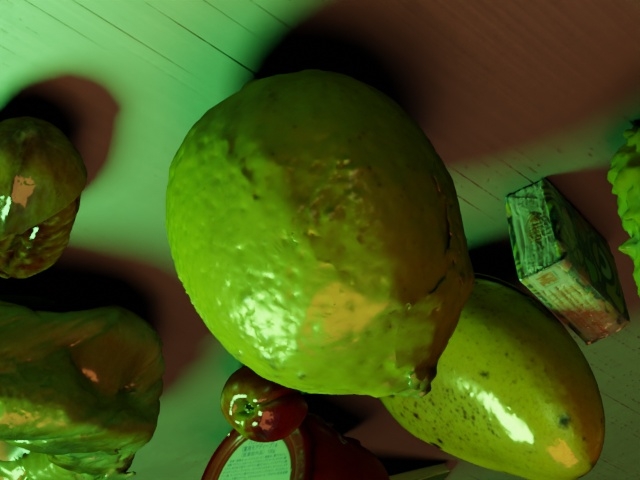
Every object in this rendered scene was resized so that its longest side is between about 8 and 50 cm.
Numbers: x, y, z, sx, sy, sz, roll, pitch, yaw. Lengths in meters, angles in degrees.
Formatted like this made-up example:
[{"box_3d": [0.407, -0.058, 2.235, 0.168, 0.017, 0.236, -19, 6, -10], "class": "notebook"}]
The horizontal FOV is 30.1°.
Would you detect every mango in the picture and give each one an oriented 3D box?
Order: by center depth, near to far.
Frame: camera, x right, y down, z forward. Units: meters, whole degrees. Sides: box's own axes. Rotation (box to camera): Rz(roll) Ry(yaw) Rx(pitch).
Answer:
[{"box_3d": [0.175, 0.138, 1.233, 0.160, 0.290, 0.191, -13, 122, -41], "class": "mango"}]

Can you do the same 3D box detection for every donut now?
[{"box_3d": [-0.341, 0.175, 1.282, 0.360, 0.170, 0.360, -4, 154, -2], "class": "donut"}]

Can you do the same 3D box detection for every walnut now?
[{"box_3d": [-0.277, -0.031, 1.080, 0.115, 0.116, 0.207, 13, 139, -21], "class": "walnut"}]

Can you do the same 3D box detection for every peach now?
[{"box_3d": [-0.066, 0.189, 1.400, 0.100, 0.101, 0.101, -3, 142, -2], "class": "peach"}]

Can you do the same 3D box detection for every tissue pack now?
[{"box_3d": [0.247, 0.023, 1.198, 0.060, 0.109, 0.148, -28, 136, 25], "class": "tissue pack"}]

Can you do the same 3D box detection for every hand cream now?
[{"box_3d": [-0.037, 0.329, 1.473, 0.230, 0.230, 0.149, -32, 134, 31], "class": "hand cream"}]

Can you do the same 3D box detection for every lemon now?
[{"box_3d": [0.000, 0.000, 1.006, 0.253, 0.310, 0.253, -27, 170, -5], "class": "lemon"}]

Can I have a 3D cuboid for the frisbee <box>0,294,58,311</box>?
[{"box_3d": [-0.374, 0.063, 1.268, 0.187, 0.012, 0.211, 5, 141, -12], "class": "frisbee"}]

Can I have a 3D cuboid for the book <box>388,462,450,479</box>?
[{"box_3d": [0.051, 0.410, 1.695, 0.201, 0.026, 0.289, -9, 146, -29], "class": "book"}]

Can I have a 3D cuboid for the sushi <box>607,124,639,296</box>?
[{"box_3d": [0.493, -0.026, 1.059, 0.351, 0.240, 0.396, 23, 136, -30], "class": "sushi"}]
